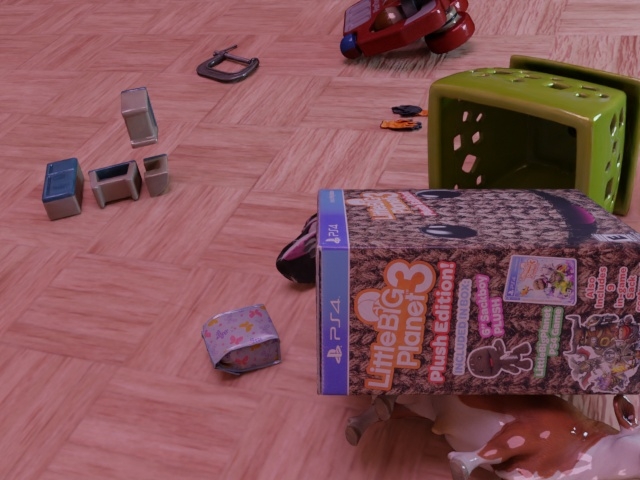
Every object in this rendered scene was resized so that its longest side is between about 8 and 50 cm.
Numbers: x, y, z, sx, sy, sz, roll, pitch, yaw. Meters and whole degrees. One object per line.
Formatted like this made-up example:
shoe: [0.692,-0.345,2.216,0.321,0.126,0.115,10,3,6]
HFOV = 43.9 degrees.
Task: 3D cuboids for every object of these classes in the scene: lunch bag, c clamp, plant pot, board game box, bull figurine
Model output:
lunch bag: [-0.097,0.121,0.958,0.083,0.053,0.071,-12,37,-18]
c clamp: [-0.189,-0.377,1.677,0.137,0.022,0.160,-32,41,-27]
plant pot: [0.292,-0.116,1.043,0.228,0.227,0.207,24,42,38]
board game box: [0.140,0.040,0.791,0.291,0.141,0.232,0,16,0]
bull figurine: [0.169,0.182,0.750,0.188,0.101,0.310,-16,23,-32]

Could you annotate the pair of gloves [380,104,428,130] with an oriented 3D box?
pair of gloves: [0.149,-0.215,1.383,0.074,0.010,0.083,9,39,24]

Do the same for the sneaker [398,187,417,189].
sneaker: [0.091,0.013,1.017,0.163,0.086,0.226,-17,34,-18]

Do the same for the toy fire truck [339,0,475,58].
toy fire truck: [0.158,-0.460,1.612,0.253,0.169,0.302,-26,31,21]

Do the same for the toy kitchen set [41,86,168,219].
toy kitchen set: [-0.364,-0.154,1.298,0.207,0.166,0.122,-14,36,-5]

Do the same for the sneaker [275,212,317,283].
sneaker: [0.000,0.000,1.098,0.077,0.072,0.178,10,32,44]
